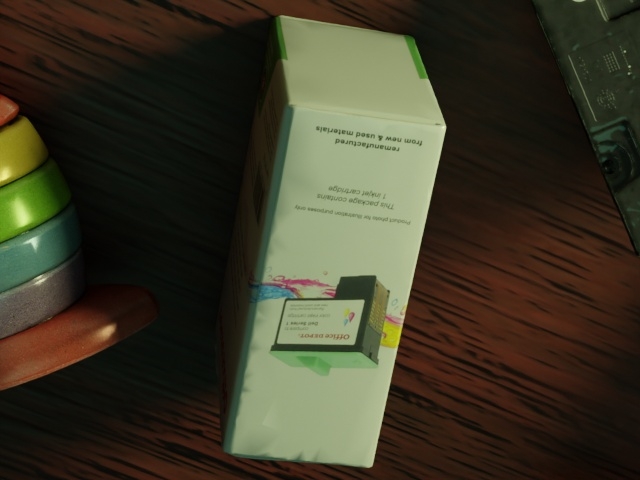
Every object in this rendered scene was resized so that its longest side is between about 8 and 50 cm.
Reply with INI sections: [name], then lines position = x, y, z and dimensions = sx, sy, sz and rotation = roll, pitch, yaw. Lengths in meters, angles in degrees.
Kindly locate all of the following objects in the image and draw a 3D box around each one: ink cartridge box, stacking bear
[ink cartridge box]
position = 0.000, 0.000, 1.403
dimensions = 0.117, 0.201, 0.278
rotation = 8, 113, -8
[stacking bear]
position = -0.263, -0.046, 1.387
dimensions = 0.175, 0.164, 0.289
rotation = -4, 109, 46

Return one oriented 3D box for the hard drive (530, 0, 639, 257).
[hard drive]
position = 0.346, -0.156, 1.388
dimensions = 0.339, 0.064, 0.237
rotation = -23, 87, 7
